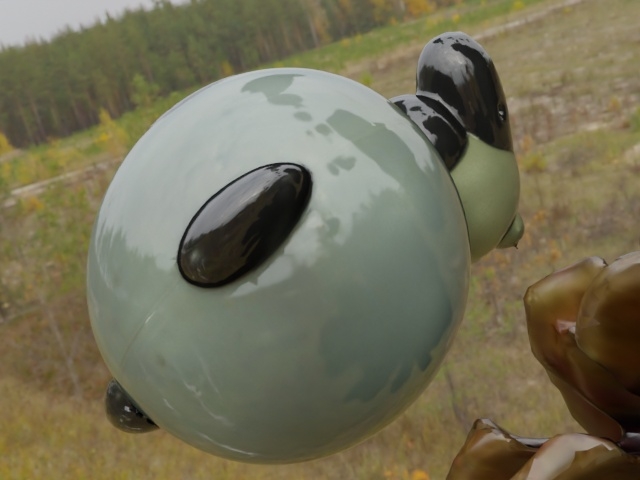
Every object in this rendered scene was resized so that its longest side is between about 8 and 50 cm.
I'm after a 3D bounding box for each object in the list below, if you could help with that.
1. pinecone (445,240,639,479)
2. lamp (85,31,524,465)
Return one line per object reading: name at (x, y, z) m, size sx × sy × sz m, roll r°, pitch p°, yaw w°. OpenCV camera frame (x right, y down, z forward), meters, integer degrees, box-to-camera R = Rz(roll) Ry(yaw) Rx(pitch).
pinecone at (0.203, 0.159, 0.307) m, size 0.384 × 0.384 × 0.384 m, roll -15°, pitch 14°, yaw 4°
lamp at (0.000, 0.000, 0.484) m, size 0.197 × 0.198 × 0.244 m, roll -3°, pitch 23°, yaw 43°
